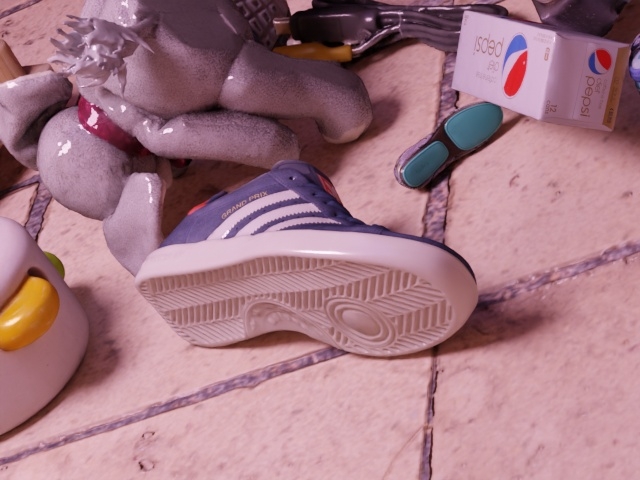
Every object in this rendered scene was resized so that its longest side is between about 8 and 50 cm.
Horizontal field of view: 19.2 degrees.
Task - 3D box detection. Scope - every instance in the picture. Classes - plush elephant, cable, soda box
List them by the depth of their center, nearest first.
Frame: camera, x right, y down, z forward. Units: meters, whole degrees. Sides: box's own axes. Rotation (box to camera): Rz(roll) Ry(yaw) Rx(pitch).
[{"bbox_3d":[0.180,-0.144,1.584,0.069,0.074,0.216,7,9,-16],"label":"soda box"},{"bbox_3d":[-0.161,-0.117,1.782,0.330,0.272,0.255,-15,-30,-47],"label":"plush elephant"},{"bbox_3d":[0.070,-0.202,1.889,0.287,0.072,0.139,3,25,28],"label":"cable"}]

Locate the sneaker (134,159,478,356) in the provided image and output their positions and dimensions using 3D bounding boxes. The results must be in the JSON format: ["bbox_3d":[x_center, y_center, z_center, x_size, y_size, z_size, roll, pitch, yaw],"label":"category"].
[{"bbox_3d":[0.000,0.000,1.530,0.350,0.131,0.148,1,47,44],"label":"sneaker"}]

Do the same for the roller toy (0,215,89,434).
[{"bbox_3d":[-0.318,0.076,1.691,0.191,0.146,0.209,-32,30,0],"label":"roller toy"}]

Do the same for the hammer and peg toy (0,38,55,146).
[{"bbox_3d":[-0.465,-0.068,2.073,0.266,0.127,0.361,-3,40,37],"label":"hammer and peg toy"}]

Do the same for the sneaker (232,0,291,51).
[{"bbox_3d":[-0.160,-0.175,1.981,0.297,0.111,0.129,-38,24,-15],"label":"sneaker"}]

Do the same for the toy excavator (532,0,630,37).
[{"bbox_3d":[0.258,-0.394,1.595,0.445,0.222,0.433,-56,19,20],"label":"toy excavator"}]

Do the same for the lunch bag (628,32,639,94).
[{"bbox_3d":[0.363,-0.163,1.495,0.219,0.090,0.176,-3,37,38],"label":"lunch bag"}]

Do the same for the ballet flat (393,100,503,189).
[{"bbox_3d":[0.109,-0.086,1.662,0.114,0.041,0.041,-37,30,-12],"label":"ballet flat"}]
